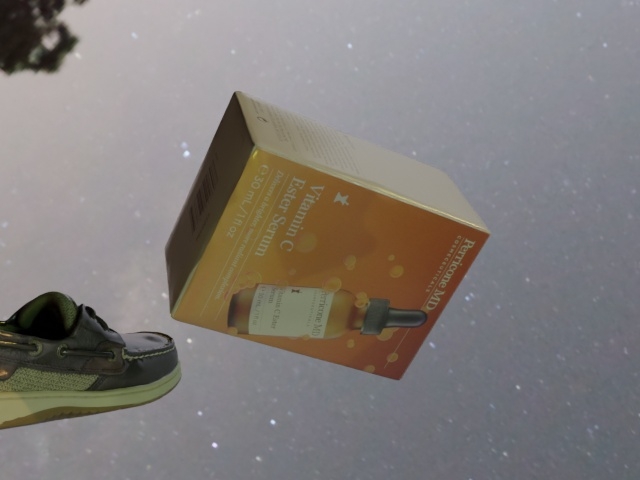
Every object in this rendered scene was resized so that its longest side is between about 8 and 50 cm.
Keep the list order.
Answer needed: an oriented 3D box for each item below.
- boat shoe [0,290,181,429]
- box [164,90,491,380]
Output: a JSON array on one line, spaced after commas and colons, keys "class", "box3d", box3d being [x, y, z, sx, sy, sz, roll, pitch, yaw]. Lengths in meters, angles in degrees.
[{"class": "boat shoe", "box3d": [-0.166, 0.069, 0.537, 0.080, 0.223, 0.073, 7, -86, 31]}, {"class": "box", "box3d": [0.000, 0.000, 0.571, 0.130, 0.170, 0.091, -63, -156, 22]}]
